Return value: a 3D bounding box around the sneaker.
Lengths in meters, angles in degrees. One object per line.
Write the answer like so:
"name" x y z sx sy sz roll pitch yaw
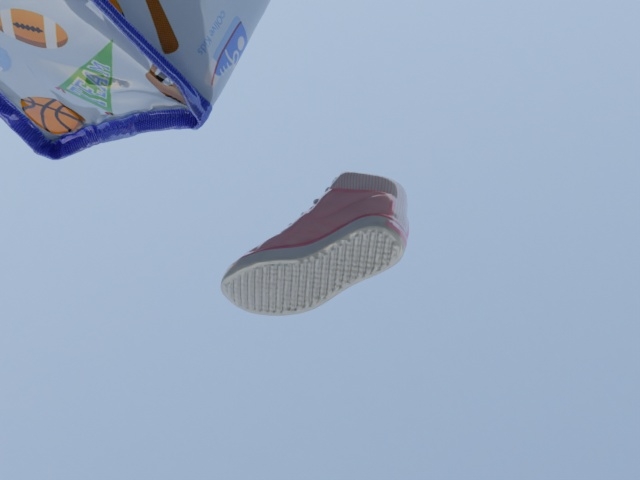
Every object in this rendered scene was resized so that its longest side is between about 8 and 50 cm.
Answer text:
"sneaker" 0.000 0.000 0.964 0.134 0.051 0.070 -22 -147 29

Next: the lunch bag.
"lunch bag" -0.205 -0.303 1.085 0.239 0.385 0.327 -10 -134 42
